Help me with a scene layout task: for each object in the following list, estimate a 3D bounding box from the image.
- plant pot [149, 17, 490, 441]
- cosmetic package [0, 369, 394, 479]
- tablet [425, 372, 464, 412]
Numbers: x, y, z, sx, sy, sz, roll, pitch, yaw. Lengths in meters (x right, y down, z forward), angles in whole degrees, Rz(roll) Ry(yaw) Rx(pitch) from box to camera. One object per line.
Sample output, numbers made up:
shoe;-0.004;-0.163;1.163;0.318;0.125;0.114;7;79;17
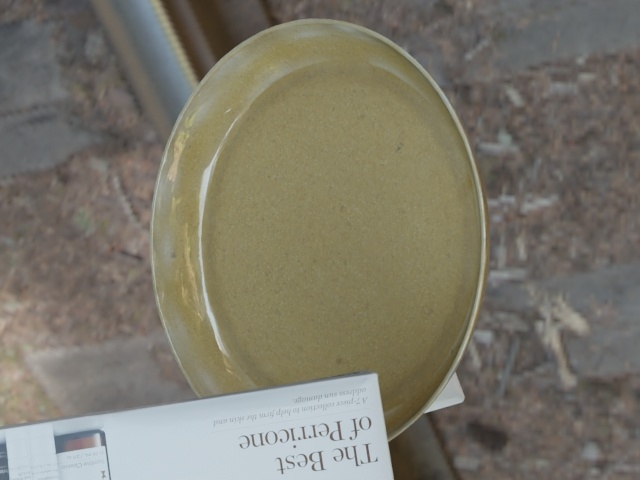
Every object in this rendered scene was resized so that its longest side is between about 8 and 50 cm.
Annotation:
plant pot;0.000;0.000;0.884;0.032;0.236;0.236;0;151;-49
cosmetic package;-0.085;0.124;0.734;0.239;0.060;0.099;-9;88;-2
tablet;0.061;0.111;1.221;0.083;0.054;0.006;-16;134;-2
